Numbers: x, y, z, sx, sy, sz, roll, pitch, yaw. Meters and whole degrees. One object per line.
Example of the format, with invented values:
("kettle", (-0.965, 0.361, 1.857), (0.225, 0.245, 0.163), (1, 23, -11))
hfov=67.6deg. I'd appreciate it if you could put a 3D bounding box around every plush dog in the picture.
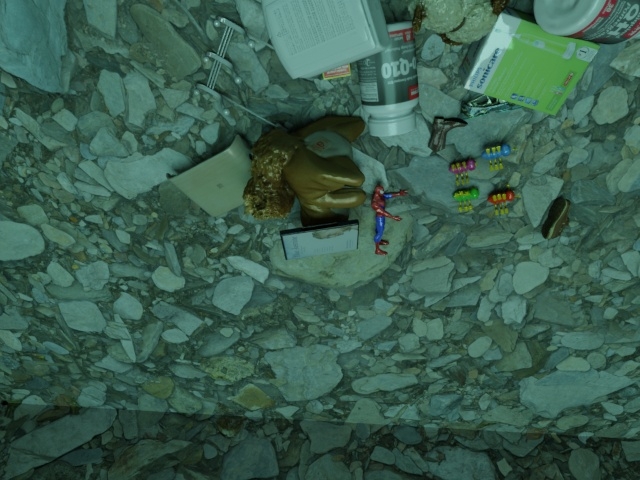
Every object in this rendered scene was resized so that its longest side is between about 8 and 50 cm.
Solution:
("plush dog", (0.333, -0.569, 1.169), (0.226, 0.210, 0.262), (16, 168, -24))

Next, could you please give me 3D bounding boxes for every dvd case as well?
("dvd case", (0.000, 0.000, 1.573), (0.253, 0.022, 0.180), (-8, 152, -2))

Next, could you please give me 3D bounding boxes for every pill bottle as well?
("pill bottle", (0.685, -0.569, 1.146), (0.319, 0.176, 0.176), (-6, 135, -28))
("pill bottle", (0.187, -0.443, 1.316), (0.162, 0.161, 0.282), (-6, 115, 9))

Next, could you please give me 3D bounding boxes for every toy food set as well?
("toy food set", (-0.338, -0.216, 1.635), (0.306, 0.092, 0.219), (-22, 136, 22))

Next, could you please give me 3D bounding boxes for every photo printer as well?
("photo printer", (-0.003, -0.558, 1.199), (0.308, 0.107, 0.255), (-7, 114, 38))

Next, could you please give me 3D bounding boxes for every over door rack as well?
("over door rack", (-0.190, -0.466, 1.396), (0.325, 0.108, 0.239), (22, 128, -13))

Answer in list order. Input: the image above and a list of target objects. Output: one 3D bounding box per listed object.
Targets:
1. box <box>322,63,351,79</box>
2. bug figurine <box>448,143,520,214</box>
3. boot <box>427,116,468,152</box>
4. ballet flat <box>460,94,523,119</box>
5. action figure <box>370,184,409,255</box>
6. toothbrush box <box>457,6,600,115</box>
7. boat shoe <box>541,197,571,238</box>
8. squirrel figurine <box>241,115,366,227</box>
("box", (0.028, -0.572, 1.323), (0.088, 0.058, 0.232), (-6, 128, 8))
("bug figurine", (0.538, -0.204, 1.576), (0.217, 0.072, 0.278), (-8, 133, 18))
("boot", (0.399, -0.329, 1.506), (0.107, 0.037, 0.114), (12, 127, 11))
("ballet flat", (0.509, -0.407, 1.413), (0.189, 0.070, 0.070), (-10, 128, 17))
("action figure", (0.249, -0.078, 1.690), (0.139, 0.091, 0.280), (-2, 130, 14))
("toothbrush box", (0.557, -0.493, 1.307), (0.284, 0.122, 0.206), (13, 130, -7))
("boat shoe", (0.833, -0.076, 1.667), (0.060, 0.064, 0.177), (0, 135, -2))
("squirrel figurine", (-0.051, -0.173, 1.539), (0.398, 0.280, 0.370), (0, 143, -7))
